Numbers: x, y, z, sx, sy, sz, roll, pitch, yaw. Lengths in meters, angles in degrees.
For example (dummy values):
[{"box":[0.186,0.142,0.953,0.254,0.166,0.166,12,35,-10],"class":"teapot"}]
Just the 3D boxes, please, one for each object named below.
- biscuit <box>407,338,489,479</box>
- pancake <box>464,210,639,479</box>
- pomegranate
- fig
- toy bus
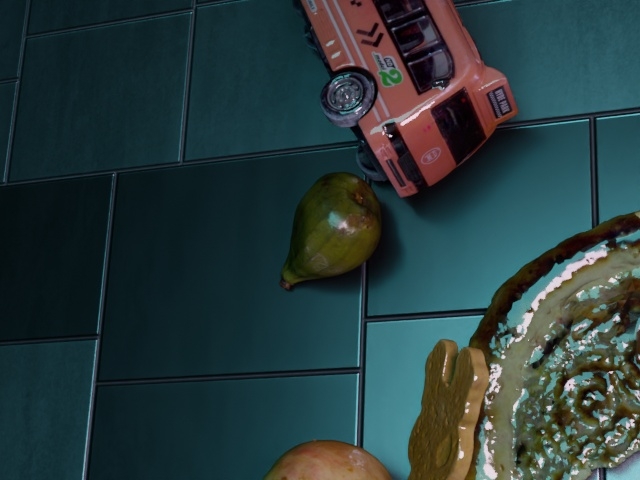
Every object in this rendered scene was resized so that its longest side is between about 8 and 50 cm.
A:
[{"box":[0.156,0.246,1.672,0.040,0.144,0.236,11,89,-16],"class":"biscuit"},{"box":[0.321,0.165,1.660,0.426,0.067,0.305,-40,61,4],"class":"pancake"},{"box":[0.007,0.344,1.662,0.191,0.191,0.191,-8,69,20],"class":"pomegranate"},{"box":[0.017,-0.004,1.843,0.126,0.185,0.133,-10,56,-25],"class":"fig"},{"box":[0.091,-0.288,1.848,0.233,0.203,0.427,-26,61,7],"class":"toy bus"}]
